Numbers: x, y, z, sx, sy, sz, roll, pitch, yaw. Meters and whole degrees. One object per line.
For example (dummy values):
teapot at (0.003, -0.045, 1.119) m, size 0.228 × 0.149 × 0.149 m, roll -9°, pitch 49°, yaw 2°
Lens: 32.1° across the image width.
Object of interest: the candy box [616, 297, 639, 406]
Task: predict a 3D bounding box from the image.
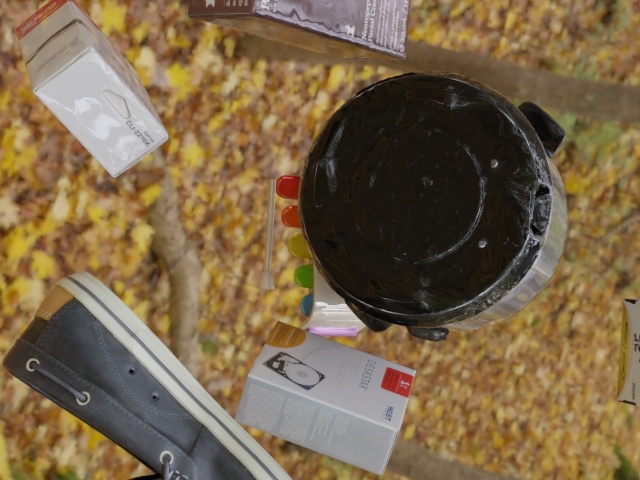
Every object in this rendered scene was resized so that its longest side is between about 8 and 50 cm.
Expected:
candy box at (0.527, 0.170, 1.573) m, size 0.233 × 0.071 × 0.159 m, roll 4°, pitch -89°, yaw 63°

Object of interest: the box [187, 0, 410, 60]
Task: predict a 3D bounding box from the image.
box at (-0.017, -0.397, 1.682) m, size 0.381 × 0.143 × 0.191 m, roll 3°, pitch 94°, yaw -50°

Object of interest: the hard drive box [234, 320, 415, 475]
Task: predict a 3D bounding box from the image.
hard drive box at (0.010, 0.231, 1.664) m, size 0.181 × 0.232 × 0.089 m, roll -63°, pitch 172°, yaw -65°

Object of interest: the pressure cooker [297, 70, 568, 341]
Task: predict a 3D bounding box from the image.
pressure cooker at (0.185, -0.037, 1.690) m, size 0.420 × 0.370 × 0.375 m, roll 18°, pitch 69°, yaw -71°

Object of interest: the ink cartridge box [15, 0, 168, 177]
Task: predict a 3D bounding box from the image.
ink cartridge box at (-0.364, -0.251, 1.758) m, size 0.114 × 0.273 × 0.197 m, roll -38°, pitch 126°, yaw 2°

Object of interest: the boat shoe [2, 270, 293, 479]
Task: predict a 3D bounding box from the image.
boat shoe at (-0.159, 0.256, 1.256) m, size 0.156 × 0.500 × 0.187 m, roll -43°, pitch 177°, yaw -19°

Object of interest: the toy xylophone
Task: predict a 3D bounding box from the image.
toy xylophone at (0.000, 0.000, 1.888) m, size 0.081 × 0.236 × 0.323 m, roll 161°, pitch -61°, yaw -64°
